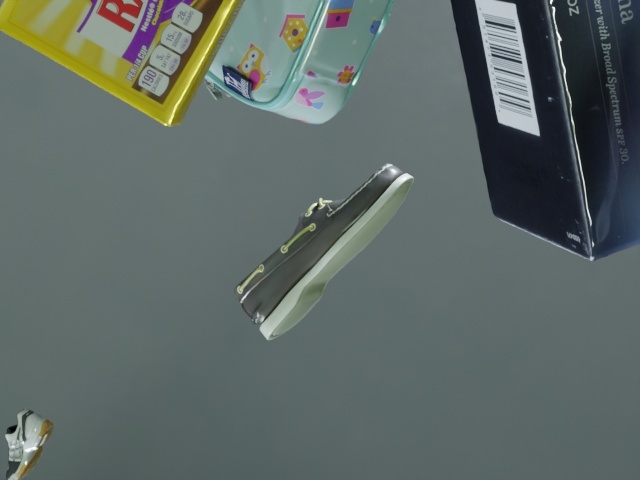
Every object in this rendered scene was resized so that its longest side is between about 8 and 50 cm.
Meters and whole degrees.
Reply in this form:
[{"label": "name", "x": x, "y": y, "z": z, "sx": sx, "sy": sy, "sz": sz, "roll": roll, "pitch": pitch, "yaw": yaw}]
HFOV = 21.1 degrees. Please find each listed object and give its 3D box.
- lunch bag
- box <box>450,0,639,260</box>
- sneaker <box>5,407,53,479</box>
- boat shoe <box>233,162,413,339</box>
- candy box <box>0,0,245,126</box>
[{"label": "lunch bag", "x": -0.037, "y": -0.263, "z": 1.648, "sx": 0.108, "sy": 0.224, "sz": 0.279, "roll": 6, "pitch": 113, "yaw": -50}, {"label": "box", "x": 0.268, "y": -0.179, "z": 1.295, "sx": 0.183, "sy": 0.294, "sz": 0.296, "roll": -148, "pitch": -138, "yaw": -66}, {"label": "sneaker", "x": -0.276, "y": 0.188, "z": 1.583, "sx": 0.083, "sy": 0.037, "sz": 0.032, "roll": -60, "pitch": 171, "yaw": 28}, {"label": "boat shoe", "x": 0.000, "y": 0.000, "z": 1.727, "sx": 0.228, "sy": 0.069, "sz": 0.081, "roll": -48, "pitch": 164, "yaw": 18}, {"label": "candy box", "x": -0.068, "y": -0.169, "z": 0.829, "sx": 0.206, "sy": 0.105, "sz": 0.027, "roll": -61, "pitch": 175, "yaw": 13}]
